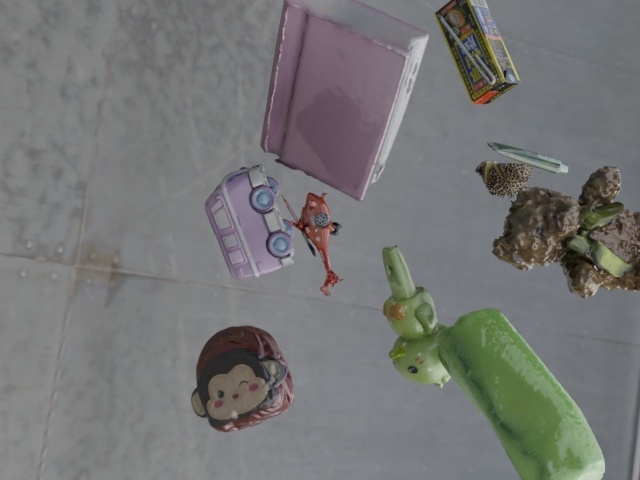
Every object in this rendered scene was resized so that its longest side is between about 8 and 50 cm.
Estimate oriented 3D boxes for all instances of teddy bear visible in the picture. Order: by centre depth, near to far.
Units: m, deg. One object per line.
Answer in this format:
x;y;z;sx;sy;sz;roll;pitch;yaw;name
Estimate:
0.470;-0.018;1.280;0.222;0.296;0.246;25;72;-28;teddy bear

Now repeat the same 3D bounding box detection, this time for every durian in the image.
0.365;-0.118;1.530;0.140;0.110;0.071;-2;98;-69;durian

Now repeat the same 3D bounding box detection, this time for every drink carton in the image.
0.245;-0.303;1.208;0.056;0.071;0.166;-7;72;-41;drink carton

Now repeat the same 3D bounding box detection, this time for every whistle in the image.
0.168;0.161;1.470;0.294;0.141;0.141;56;33;-16;whistle

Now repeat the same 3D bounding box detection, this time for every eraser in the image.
0.033;-0.287;1.525;0.122;0.272;0.359;-52;162;-42;eraser

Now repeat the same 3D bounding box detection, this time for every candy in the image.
0.327;0.269;1.281;0.132;0.142;0.343;91;-25;-51;candy

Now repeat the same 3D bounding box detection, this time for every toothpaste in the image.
0.450;-0.177;1.656;0.049;0.204;0.031;-115;-137;-57;toothpaste

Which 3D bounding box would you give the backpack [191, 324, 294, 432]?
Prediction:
-0.165;0.285;1.630;0.139;0.229;0.229;44;56;-63;backpack

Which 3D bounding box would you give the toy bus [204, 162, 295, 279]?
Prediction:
-0.137;-0.038;1.500;0.142;0.142;0.202;-86;157;-77;toy bus

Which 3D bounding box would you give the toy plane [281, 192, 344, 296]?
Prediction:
-0.004;-0.003;1.403;0.126;0.077;0.194;49;24;-42;toy plane
